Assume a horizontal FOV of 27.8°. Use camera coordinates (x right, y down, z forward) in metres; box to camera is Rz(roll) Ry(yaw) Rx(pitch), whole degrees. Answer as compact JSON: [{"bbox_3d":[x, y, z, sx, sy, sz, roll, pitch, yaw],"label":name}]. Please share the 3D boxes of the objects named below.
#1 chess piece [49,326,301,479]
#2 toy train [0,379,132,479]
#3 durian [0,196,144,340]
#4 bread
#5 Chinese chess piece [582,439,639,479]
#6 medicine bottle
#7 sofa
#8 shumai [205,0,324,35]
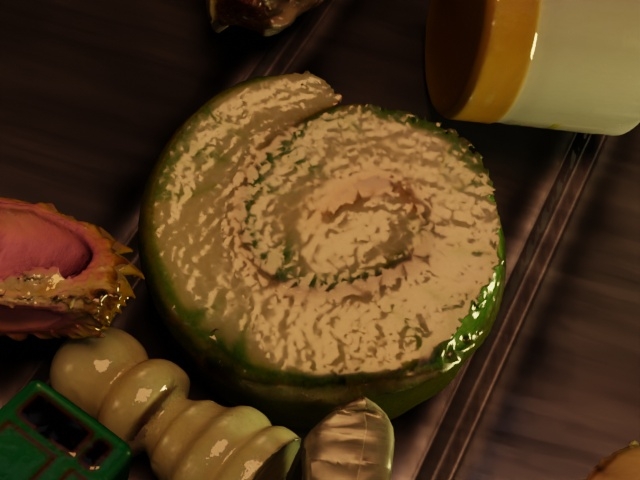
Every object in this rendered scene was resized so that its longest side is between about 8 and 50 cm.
[{"bbox_3d":[-0.151,0.172,1.222,0.243,0.133,0.133,34,55,17],"label":"chess piece"},{"bbox_3d":[-0.213,0.293,1.088,0.429,0.178,0.249,34,51,10],"label":"toy train"},{"bbox_3d":[-0.332,0.040,1.238,0.341,0.112,0.191,-3,29,3],"label":"durian"},{"bbox_3d":[0.000,0.000,1.322,0.366,0.129,0.382,-18,69,-7],"label":"bread"},{"bbox_3d":[0.268,0.314,1.140,0.112,0.270,0.270,25,51,32],"label":"Chinese chess piece"},{"bbox_3d":[0.265,-0.249,1.531,0.232,0.238,0.238,6,56,-13],"label":"medicine bottle"},{"bbox_3d":[0.058,0.284,1.141,0.176,0.210,0.225,4,55,-10],"label":"sofa"},{"bbox_3d":[-0.075,-0.332,1.578,0.184,0.218,0.185,29,97,18],"label":"shumai"}]
